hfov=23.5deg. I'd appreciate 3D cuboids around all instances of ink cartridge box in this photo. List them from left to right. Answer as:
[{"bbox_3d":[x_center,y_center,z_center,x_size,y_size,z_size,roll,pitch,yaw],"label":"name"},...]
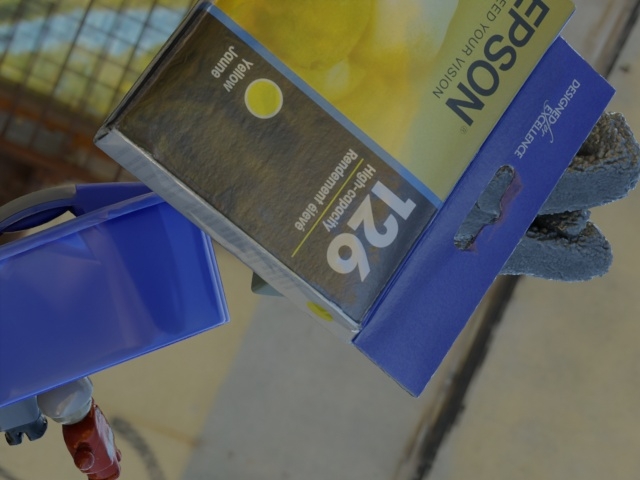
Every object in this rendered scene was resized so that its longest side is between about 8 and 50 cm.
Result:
[{"bbox_3d":[0.048,-0.096,1.102,0.304,0.307,0.072,-56,-166,-16],"label":"ink cartridge box"}]

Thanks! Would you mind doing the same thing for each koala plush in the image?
[{"bbox_3d":[0.189,-0.100,1.504,0.196,0.203,0.221,98,-5,-51],"label":"koala plush"}]

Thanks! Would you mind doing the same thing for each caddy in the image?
[{"bbox_3d":[-0.241,0.041,1.428,0.241,0.341,0.179,112,-43,-86],"label":"caddy"}]

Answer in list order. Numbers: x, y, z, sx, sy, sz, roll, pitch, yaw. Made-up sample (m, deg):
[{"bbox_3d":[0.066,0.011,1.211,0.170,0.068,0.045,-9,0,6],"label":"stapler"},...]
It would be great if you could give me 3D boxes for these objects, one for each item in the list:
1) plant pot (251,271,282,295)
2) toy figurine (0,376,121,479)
[{"bbox_3d":[0.000,0.000,2.151,0.234,0.165,0.166,159,-63,-83],"label":"plant pot"},{"bbox_3d":[-0.338,0.215,1.606,0.209,0.148,0.213,20,-127,40],"label":"toy figurine"}]
